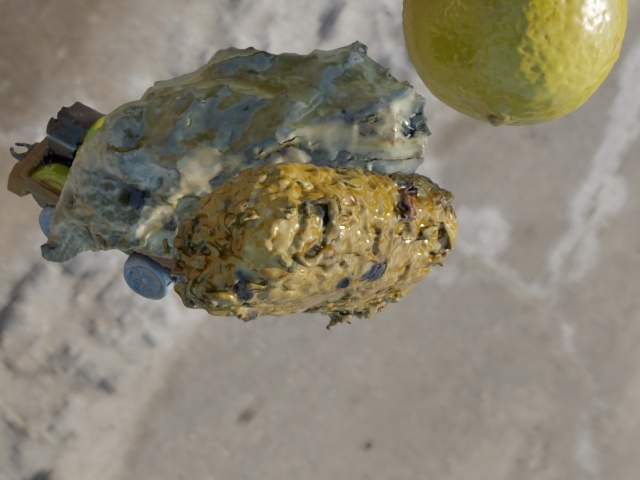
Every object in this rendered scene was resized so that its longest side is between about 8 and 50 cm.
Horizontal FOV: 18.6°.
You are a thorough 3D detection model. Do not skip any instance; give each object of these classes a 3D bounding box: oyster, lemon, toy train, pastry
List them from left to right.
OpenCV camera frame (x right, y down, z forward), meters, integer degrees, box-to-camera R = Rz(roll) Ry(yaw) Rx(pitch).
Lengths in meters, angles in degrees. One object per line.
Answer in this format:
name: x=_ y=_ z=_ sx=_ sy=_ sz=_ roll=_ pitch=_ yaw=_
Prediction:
toy train: x=-0.137 y=-0.039 z=1.472 sx=0.089 sy=0.219 sz=0.127 roll=-52 pitch=165 yaw=-41
oyster: x=-0.046 y=-0.046 z=1.065 sx=0.072 sy=0.209 sz=0.132 roll=-34 pitch=128 yaw=-79
pastry: x=0.000 y=0.000 z=0.811 sx=0.080 sy=0.056 sz=0.140 roll=-43 pitch=158 yaw=20
lemon: x=0.154 y=-0.188 z=1.552 sx=0.178 sy=0.178 sz=0.203 roll=20 pitch=75 yaw=-50
